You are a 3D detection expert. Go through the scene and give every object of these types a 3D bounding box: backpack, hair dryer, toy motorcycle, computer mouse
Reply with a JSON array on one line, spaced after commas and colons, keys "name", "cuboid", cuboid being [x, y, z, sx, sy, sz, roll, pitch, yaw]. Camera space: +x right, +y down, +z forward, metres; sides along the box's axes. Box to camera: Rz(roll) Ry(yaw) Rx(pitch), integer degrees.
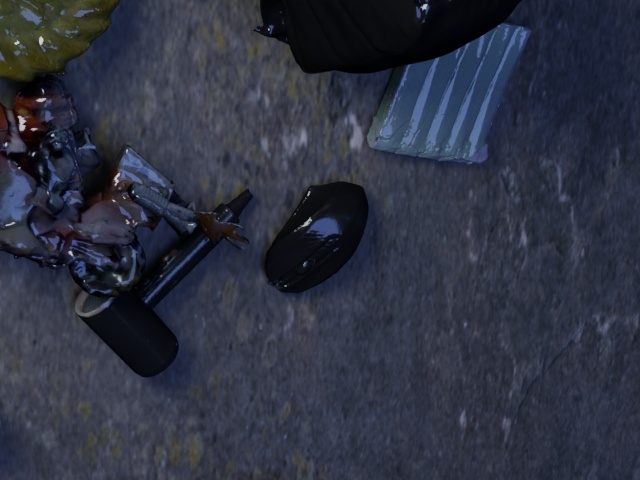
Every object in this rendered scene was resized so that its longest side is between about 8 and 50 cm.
[{"name": "backpack", "cuboid": [0.017, -0.387, 1.279, 0.254, 0.363, 0.446, -23, 96, -22]}, {"name": "hair dryer", "cuboid": [-0.162, 0.041, 1.512, 0.255, 0.070, 0.128, -43, 123, -13]}, {"name": "toy motorcycle", "cuboid": [-0.247, -0.047, 1.378, 0.401, 0.134, 0.207, 23, 92, -21]}, {"name": "computer mouse", "cuboid": [0.000, 0.000, 1.581, 0.172, 0.057, 0.099, -48, 125, 0]}]

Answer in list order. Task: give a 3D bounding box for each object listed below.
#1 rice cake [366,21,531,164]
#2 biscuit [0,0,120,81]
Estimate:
[{"name": "rice cake", "cuboid": [0.167, -0.199, 1.608, 0.189, 0.037, 0.198, 8, 105, -30]}, {"name": "biscuit", "cuboid": [-0.284, -0.293, 1.291, 0.187, 0.036, 0.274, 3, 90, -32]}]
